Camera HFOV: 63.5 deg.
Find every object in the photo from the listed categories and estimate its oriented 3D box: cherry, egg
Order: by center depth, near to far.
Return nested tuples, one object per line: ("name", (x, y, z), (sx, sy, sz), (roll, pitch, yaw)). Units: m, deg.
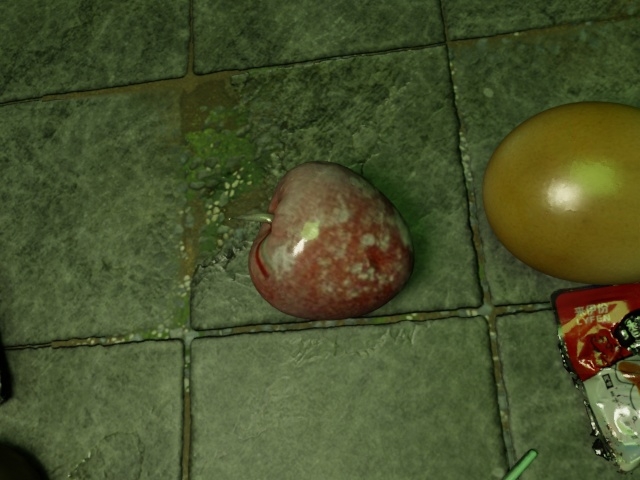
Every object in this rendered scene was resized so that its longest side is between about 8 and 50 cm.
("egg", (0.392, -0.061, 0.724), (0.322, 0.250, 0.250), (13, 76, 0))
("cherry", (0.000, 0.000, 0.786), (0.285, 0.213, 0.236), (14, 103, -10))

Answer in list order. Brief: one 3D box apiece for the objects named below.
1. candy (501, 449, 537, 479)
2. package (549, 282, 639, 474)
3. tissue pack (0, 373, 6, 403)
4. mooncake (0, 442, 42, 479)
("candy", (0.201, 0.403, 0.714), (0.305, 0.091, 0.083), (-42, 71, -12))
("package", (0.457, 0.188, 0.745), (0.193, 0.071, 0.270), (-5, 61, 4))
("tissue pack", (-0.726, 0.114, 0.837), (0.264, 0.253, 0.417), (-25, 71, 1))
("mooncake", (-0.561, 0.450, 0.767), (0.284, 0.155, 0.285), (-2, 72, 7))
